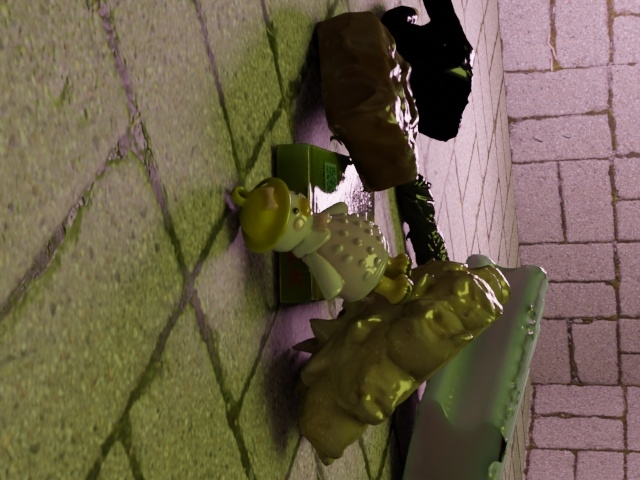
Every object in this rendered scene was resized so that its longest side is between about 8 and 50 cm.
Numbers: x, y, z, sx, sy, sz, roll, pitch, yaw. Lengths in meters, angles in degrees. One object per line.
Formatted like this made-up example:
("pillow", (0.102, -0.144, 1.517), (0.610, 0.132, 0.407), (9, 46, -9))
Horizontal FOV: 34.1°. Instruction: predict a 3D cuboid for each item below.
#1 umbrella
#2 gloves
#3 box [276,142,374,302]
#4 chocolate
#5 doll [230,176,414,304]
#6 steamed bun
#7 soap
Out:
("umbrella", (0.167, -0.047, 1.744), (0.059, 0.066, 0.235), (-65, 147, -45))
("gloves", (0.158, -0.286, 1.580), (0.301, 0.152, 0.197), (-75, 180, -59))
("box", (0.013, -0.019, 1.255), (0.311, 0.043, 0.173), (-3, 92, -74))
("chocolate", (0.063, -0.175, 1.264), (0.148, 0.093, 0.214), (60, 21, -47))
("doll", (0.000, 0.000, 1.024), (0.207, 0.081, 0.129), (28, 42, -23))
("steamed bun", (0.073, 0.106, 1.171), (0.137, 0.295, 0.292), (47, -8, 5))
("soap", (0.258, 0.269, 1.746), (0.261, 0.156, 0.446), (88, 19, -46))
